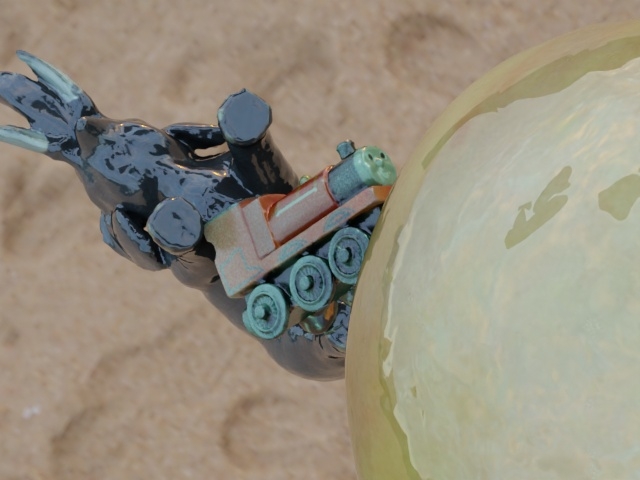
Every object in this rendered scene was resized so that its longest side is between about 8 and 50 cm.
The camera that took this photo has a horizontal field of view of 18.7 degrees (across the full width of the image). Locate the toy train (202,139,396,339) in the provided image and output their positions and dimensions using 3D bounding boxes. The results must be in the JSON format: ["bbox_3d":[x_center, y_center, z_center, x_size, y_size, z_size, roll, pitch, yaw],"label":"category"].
[{"bbox_3d":[0.000,0.000,0.811,0.103,0.044,0.064,-33,69,38],"label":"toy train"}]

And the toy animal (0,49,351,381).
[{"bbox_3d":[-0.054,-0.018,0.893,0.082,0.269,0.137,-59,3,-14],"label":"toy animal"}]

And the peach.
[{"bbox_3d":[0.094,0.036,0.455,0.184,0.184,0.184,-18,55,27],"label":"peach"}]
